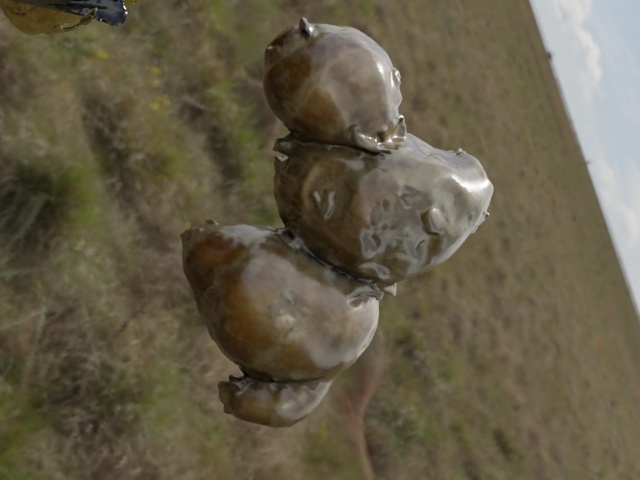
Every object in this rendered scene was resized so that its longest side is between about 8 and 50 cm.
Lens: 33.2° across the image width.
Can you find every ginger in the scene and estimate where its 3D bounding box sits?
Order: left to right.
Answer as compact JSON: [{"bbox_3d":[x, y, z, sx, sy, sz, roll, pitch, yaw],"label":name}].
[{"bbox_3d":[0.000,0.000,1.003,0.256,0.375,0.176,25,7,-20],"label":"ginger"}]

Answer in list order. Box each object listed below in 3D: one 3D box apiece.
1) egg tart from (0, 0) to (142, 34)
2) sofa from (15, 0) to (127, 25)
[{"bbox_3d":[-0.210,-0.333,1.069,0.120,0.315,0.314,22,47,-43],"label":"egg tart"},{"bbox_3d":[-0.229,-0.282,0.761,0.258,0.200,0.181,61,41,-88],"label":"sofa"}]
